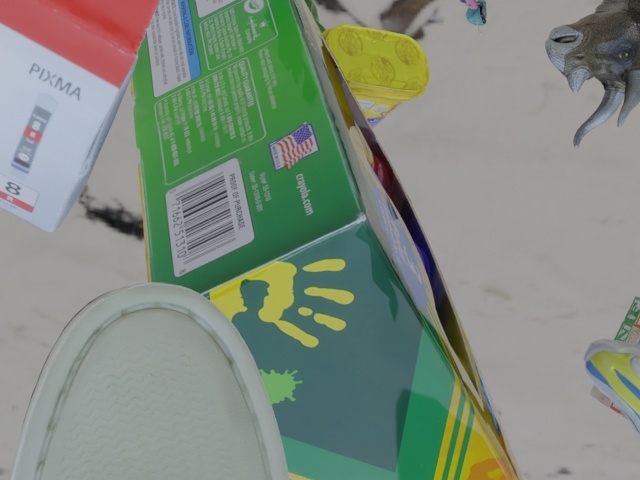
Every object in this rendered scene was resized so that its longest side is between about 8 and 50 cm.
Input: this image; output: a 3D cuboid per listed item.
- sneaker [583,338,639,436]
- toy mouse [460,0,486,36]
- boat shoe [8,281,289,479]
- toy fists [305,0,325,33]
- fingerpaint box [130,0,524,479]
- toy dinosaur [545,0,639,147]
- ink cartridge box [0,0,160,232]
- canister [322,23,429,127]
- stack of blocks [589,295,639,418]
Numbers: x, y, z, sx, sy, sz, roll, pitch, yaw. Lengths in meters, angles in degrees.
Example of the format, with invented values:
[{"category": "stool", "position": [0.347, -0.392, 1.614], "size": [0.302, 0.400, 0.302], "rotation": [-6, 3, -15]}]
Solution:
[{"category": "sneaker", "position": [0.236, 0.150, 0.669], "size": [0.091, 0.126, 0.240], "rotation": [13, -170, -29]}, {"category": "toy mouse", "position": [0.251, -0.406, 1.809], "size": [0.031, 0.143, 0.161], "rotation": [-7, 169, 21]}, {"category": "boat shoe", "position": [-0.081, 0.179, 0.489], "size": [0.127, 0.339, 0.113], "rotation": [-13, -167, -23]}, {"category": "toy fists", "position": [-0.056, -0.392, 1.716], "size": [0.142, 0.096, 0.279], "rotation": [36, 145, 44]}, {"category": "fingerpaint box", "position": [0.000, 0.000, 0.934], "size": [0.163, 0.444, 0.371], "rotation": [-25, 129, 8]}, {"category": "toy dinosaur", "position": [0.279, -0.174, 0.664], "size": [0.314, 0.160, 0.121], "rotation": [-20, 168, 7]}, {"category": "ink cartridge box", "position": [-0.149, -0.081, 0.434], "size": [0.145, 0.045, 0.179], "rotation": [29, 153, -10]}, {"category": "canister", "position": [0.023, -0.163, 1.208], "size": [0.126, 0.073, 0.170], "rotation": [4, 157, -29]}, {"category": "stack of blocks", "position": [0.525, 0.130, 1.600], "size": [0.087, 0.297, 0.171], "rotation": [24, -177, -7]}]
